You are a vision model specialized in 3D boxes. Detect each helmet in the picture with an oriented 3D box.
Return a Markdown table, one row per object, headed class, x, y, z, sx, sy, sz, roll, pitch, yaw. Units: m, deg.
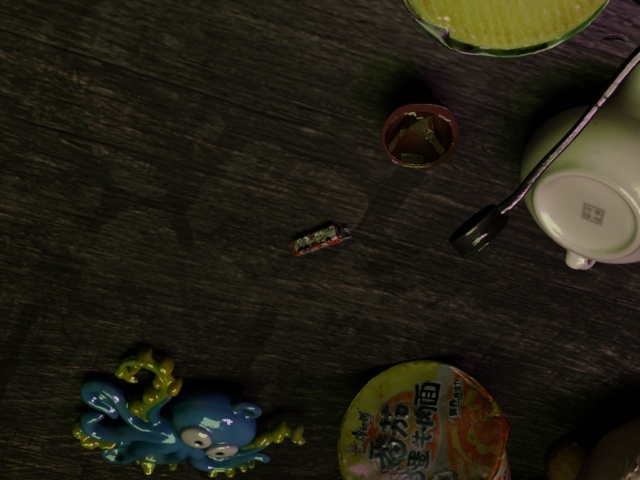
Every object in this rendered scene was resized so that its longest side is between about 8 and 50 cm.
| class | x | y | z | sx | sy | sz | roll | pitch | yaw |
| --- | --- | --- | --- | --- | --- | --- | --- | --- | --- |
| helmet | 0.116 | -0.139 | 1.204 | 0.089 | 0.057 | 0.111 | 6 | 144 | 1 |

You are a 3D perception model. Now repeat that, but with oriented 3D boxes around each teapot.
| class | x | y | z | sx | sy | sz | roll | pitch | yaw |
| --- | --- | --- | --- | --- | --- | --- | --- | --- | --- |
| teapot | 0.334 | -0.063 | 1.225 | 0.204 | 0.139 | 0.298 | 26 | 145 | 14 |

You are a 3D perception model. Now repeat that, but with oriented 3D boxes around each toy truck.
| class | x | y | z | sx | sy | sz | roll | pitch | yaw |
| --- | --- | --- | --- | --- | --- | --- | --- | --- | --- |
| toy truck | 0.000 | 0.000 | 1.399 | 0.083 | 0.024 | 0.032 | -21 | 156 | 28 |

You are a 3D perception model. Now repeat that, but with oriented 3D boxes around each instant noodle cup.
| class | x | y | z | sx | sy | sz | roll | pitch | yaw |
| --- | --- | --- | --- | --- | --- | --- | --- | --- | --- |
| instant noodle cup | 0.175 | 0.344 | 1.631 | 0.265 | 0.264 | 0.200 | -10 | 147 | 15 |

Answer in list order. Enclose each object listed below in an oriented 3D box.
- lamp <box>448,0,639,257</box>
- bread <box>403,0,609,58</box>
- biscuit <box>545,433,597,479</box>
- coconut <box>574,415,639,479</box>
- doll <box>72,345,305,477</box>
| class | x | y | z | sx | sy | sz | roll | pitch | yaw |
| --- | --- | --- | --- | --- | --- | --- | --- | --- | --- |
| lamp | 0.252 | -0.141 | 1.109 | 0.108 | 0.130 | 0.371 | 44 | 120 | -6 |
| bread | 0.190 | -0.278 | 1.058 | 0.229 | 0.033 | 0.228 | 3 | 139 | 3 |
| biscuit | 0.483 | 0.399 | 1.830 | 0.176 | 0.031 | 0.228 | -9 | 136 | 13 |
| coconut | 0.593 | 0.474 | 1.627 | 0.416 | 0.345 | 0.415 | 11 | 112 | 29 |
| doll | -0.237 | 0.317 | 1.728 | 0.341 | 0.098 | 0.346 | -28 | 128 | 29 |
